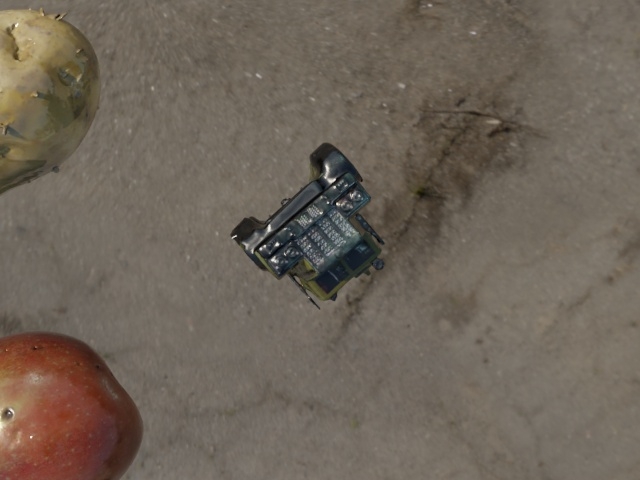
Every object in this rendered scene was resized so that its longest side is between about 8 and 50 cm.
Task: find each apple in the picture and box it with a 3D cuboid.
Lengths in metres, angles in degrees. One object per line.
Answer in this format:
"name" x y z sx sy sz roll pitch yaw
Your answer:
"apple" -0.488 0.316 1.576 0.277 0.348 0.348 -32 111 -18

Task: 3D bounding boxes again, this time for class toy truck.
"toy truck" -0.003 -0.004 0.849 0.127 0.257 0.127 -40 88 -2

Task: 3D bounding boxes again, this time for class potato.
"potato" -0.310 -0.116 0.839 0.235 0.128 0.161 -28 140 6
